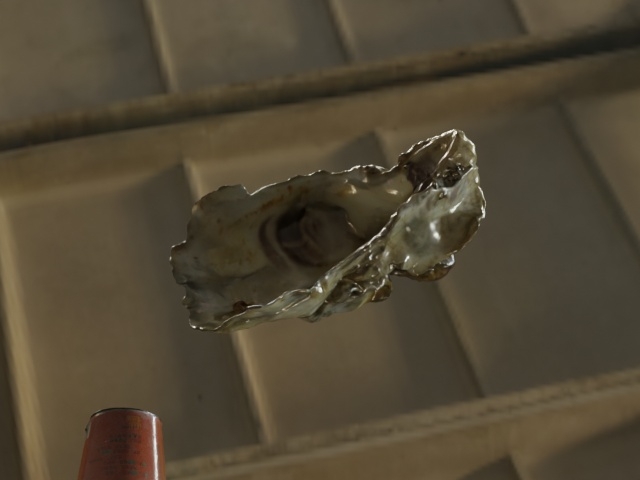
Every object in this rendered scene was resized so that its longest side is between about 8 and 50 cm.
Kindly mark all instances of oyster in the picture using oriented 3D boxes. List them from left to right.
[{"bbox_3d":[0.012,0.005,1.008,0.232,0.107,0.162,-25,-138,0],"label":"oyster"}]

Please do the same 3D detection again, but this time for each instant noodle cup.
[{"bbox_3d":[-0.231,0.273,1.644,0.127,0.127,0.136,-2,-119,1],"label":"instant noodle cup"}]
